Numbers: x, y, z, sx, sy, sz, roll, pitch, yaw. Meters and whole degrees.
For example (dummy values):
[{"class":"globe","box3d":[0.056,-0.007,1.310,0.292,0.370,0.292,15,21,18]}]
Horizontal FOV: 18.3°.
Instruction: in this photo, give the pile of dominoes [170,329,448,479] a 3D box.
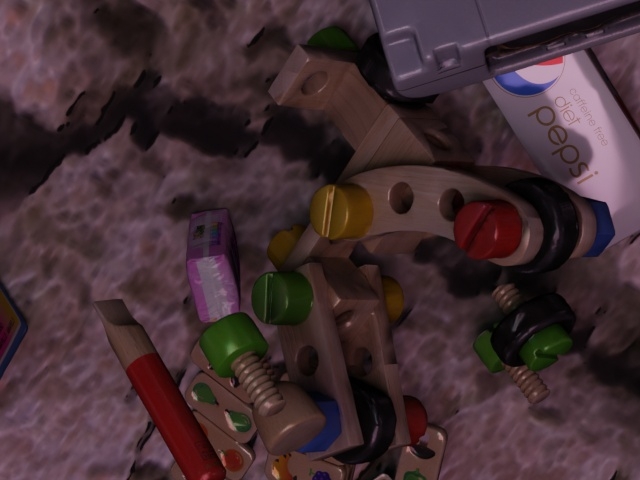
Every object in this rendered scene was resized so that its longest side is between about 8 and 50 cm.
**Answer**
[{"class":"pile of dominoes","box3d":[-0.027,0.204,1.412,0.196,0.040,0.251,18,111,16]}]

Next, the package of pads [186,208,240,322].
[{"class":"package of pads","box3d":[-0.072,0.017,1.352,0.032,0.083,0.050,-9,113,2]}]

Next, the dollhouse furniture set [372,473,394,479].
[{"class":"dollhouse furniture set","box3d":[0.055,0.236,1.429,0.091,0.081,0.114,-39,104,15]}]

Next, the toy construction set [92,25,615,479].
[{"class":"toy construction set","box3d":[0.000,0.000,1.265,0.308,0.237,0.257,-21,153,-27]}]

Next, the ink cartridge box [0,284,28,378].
[{"class":"ink cartridge box","box3d":[-0.416,-0.020,1.318,0.270,0.151,0.395,-26,109,11]}]

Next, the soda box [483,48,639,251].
[{"class":"soda box","box3d":[0.152,-0.101,1.303,0.069,0.074,0.216,-30,106,12]}]

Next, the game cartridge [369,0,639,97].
[{"class":"game cartridge","box3d":[0.163,-0.217,1.209,0.297,0.198,0.062,-17,151,5]}]
